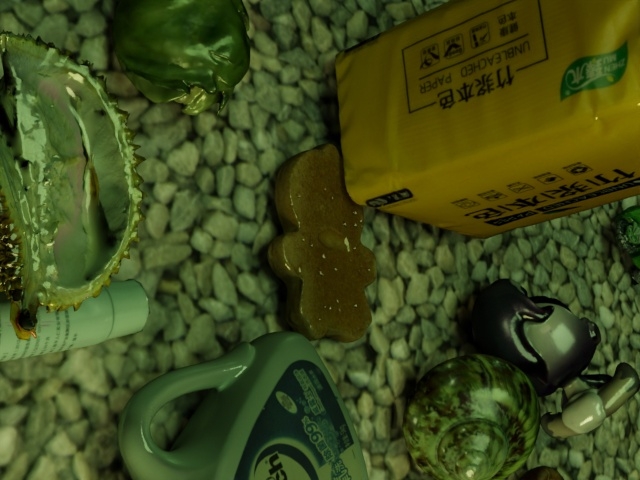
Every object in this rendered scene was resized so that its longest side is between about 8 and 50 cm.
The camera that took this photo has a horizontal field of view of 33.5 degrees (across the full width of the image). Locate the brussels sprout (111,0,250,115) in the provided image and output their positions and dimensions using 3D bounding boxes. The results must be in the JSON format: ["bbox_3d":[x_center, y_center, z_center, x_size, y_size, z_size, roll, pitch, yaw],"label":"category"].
[{"bbox_3d":[-0.132,-0.207,1.046,0.139,0.100,0.181,23,66,-25],"label":"brussels sprout"}]

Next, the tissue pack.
[{"bbox_3d":[0.251,-0.153,1.189,0.293,0.381,0.228,13,66,-48],"label":"tissue pack"}]

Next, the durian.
[{"bbox_3d":[-0.250,-0.033,0.848,0.193,0.137,0.237,19,63,-44],"label":"durian"}]

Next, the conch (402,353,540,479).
[{"bbox_3d":[0.182,0.219,1.223,0.181,0.124,0.187,-43,118,-39],"label":"conch"}]

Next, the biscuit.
[{"bbox_3d":[0.000,0.000,1.161,0.166,0.036,0.226,7,73,-47],"label":"biscuit"}]

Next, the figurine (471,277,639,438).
[{"bbox_3d":[0.274,0.147,1.329,0.222,0.145,0.145,49,47,3],"label":"figurine"}]

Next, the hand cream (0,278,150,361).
[{"bbox_3d":[-0.279,0.073,0.841,0.331,0.085,0.058,-8,46,-48],"label":"hand cream"}]

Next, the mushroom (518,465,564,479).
[{"bbox_3d":[0.278,0.343,1.336,0.123,0.052,0.123,18,67,-49],"label":"mushroom"}]

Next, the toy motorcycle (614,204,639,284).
[{"bbox_3d":[0.508,0.007,1.646,0.190,0.074,0.106,35,49,-34],"label":"toy motorcycle"}]

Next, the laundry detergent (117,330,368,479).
[{"bbox_3d":[-0.091,0.215,0.964,0.280,0.105,0.215,-23,94,-45],"label":"laundry detergent"}]
